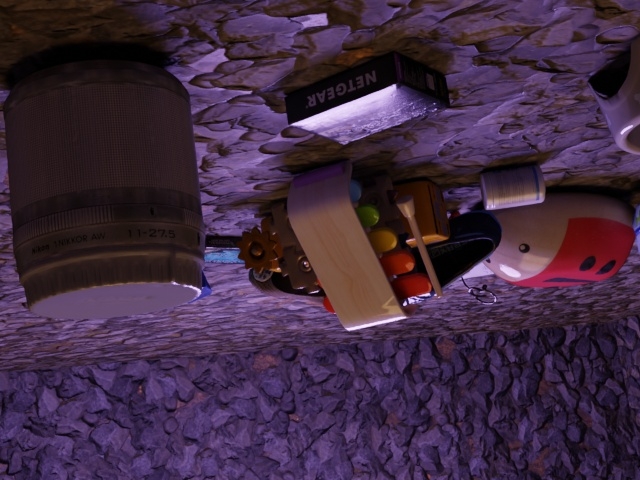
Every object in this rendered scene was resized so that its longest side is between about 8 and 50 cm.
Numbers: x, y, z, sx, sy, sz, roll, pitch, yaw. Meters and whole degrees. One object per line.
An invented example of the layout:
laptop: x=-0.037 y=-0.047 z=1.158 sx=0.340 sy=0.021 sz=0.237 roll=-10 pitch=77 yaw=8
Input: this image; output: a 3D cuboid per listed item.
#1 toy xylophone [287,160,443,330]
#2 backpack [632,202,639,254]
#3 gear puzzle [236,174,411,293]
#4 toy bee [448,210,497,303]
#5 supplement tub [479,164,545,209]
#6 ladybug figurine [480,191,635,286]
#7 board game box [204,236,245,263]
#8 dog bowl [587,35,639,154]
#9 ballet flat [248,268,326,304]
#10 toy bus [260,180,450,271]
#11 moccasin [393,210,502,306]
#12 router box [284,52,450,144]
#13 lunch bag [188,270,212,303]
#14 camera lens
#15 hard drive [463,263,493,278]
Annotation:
toy xylophone: x=0.080 y=0.022 z=1.758 sx=0.236 sy=0.323 sz=0.081 roll=-7 pitch=-151 yaw=22
backpack: x=0.806 y=-0.040 z=2.096 sx=0.355 sy=0.274 sz=0.290 roll=0 pitch=175 yaw=16
gear puzzle: x=0.000 y=0.000 z=1.887 sx=0.338 sy=0.176 sz=0.044 roll=-14 pitch=-177 yaw=25
toy bee: x=0.218 y=0.008 z=2.150 sx=0.298 sy=0.162 sz=0.195 roll=27 pitch=155 yaw=-20
supplement tub: x=0.346 y=-0.096 z=1.896 sx=0.107 sy=0.071 sz=0.071 roll=-8 pitch=167 yaw=0
ladybug figurine: x=0.503 y=0.007 z=2.225 sx=0.449 sy=0.162 sz=0.305 roll=2 pitch=163 yaw=-38
board game box: x=-0.188 y=0.022 z=2.178 sx=0.186 sy=0.026 sz=0.126 roll=2 pitch=164 yaw=-36
dog bowl: x=0.554 y=-0.212 z=1.456 sx=0.348 sy=0.102 sz=0.349 roll=-7 pitch=167 yaw=-2
ballet flat: x=-0.035 y=0.094 z=2.232 sx=0.249 sy=0.084 sz=0.058 roll=18 pitch=156 yaw=10
toy bus: x=0.061 y=-0.022 z=1.956 sx=0.332 sy=0.108 sz=0.130 roll=-13 pitch=171 yaw=22
moccasin: x=0.184 y=0.048 z=2.003 sx=0.342 sy=0.138 sz=0.117 roll=-36 pitch=-166 yaw=16
router box: x=0.062 y=-0.185 z=1.397 sx=0.178 sy=0.046 sz=0.133 roll=-17 pitch=164 yaw=33
lunch bag: x=-0.288 y=0.095 z=2.353 sx=0.067 sy=0.065 sz=0.098 roll=-24 pitch=165 yaw=0
camera lens: x=-0.251 y=-0.061 z=1.231 sx=0.219 sy=0.274 sz=0.219 roll=-7 pitch=167 yaw=-2
hard drive: x=0.501 y=0.030 z=2.582 sx=0.352 sy=0.047 sz=0.233 roll=-10 pitch=167 yaw=11
